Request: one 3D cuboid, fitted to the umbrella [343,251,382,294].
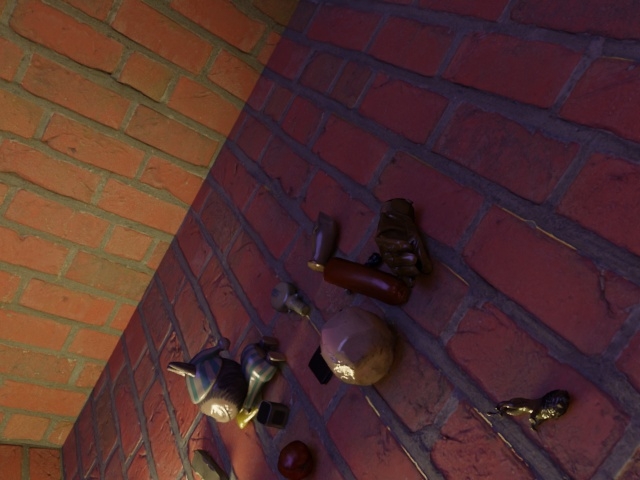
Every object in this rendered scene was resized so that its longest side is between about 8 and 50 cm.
[{"bbox_3d":[0.142,0.114,1.976,0.188,0.050,0.046,-51,8,26],"label":"umbrella"}]

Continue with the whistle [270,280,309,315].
[{"bbox_3d":[-0.128,0.238,2.259,0.258,0.067,0.126,24,91,54],"label":"whistle"}]

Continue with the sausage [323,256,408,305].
[{"bbox_3d":[0.136,0.128,1.882,0.348,0.094,0.097,16,88,40],"label":"sausage"}]

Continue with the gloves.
[{"bbox_3d":[0.253,0.014,1.794,0.141,0.154,0.331,-24,45,26],"label":"gloves"}]

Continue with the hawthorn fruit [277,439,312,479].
[{"bbox_3d":[-0.081,0.722,1.867,0.128,0.128,0.128,-31,48,41],"label":"hawthorn fruit"}]

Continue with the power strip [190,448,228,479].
[{"bbox_3d":[-0.447,0.934,2.297,0.286,0.048,0.080,12,83,56],"label":"power strip"}]

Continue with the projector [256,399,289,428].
[{"bbox_3d":[-0.174,0.633,2.070,0.083,0.082,0.083,2,72,55],"label":"projector"}]

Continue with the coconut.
[{"bbox_3d":[0.105,0.315,1.754,0.227,0.227,0.230,-58,40,13],"label":"coconut"}]

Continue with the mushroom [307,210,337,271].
[{"bbox_3d":[0.009,-0.004,2.191,0.108,0.096,0.247,-4,69,25],"label":"mushroom"}]

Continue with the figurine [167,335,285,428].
[{"bbox_3d":[-0.386,0.512,2.174,0.361,0.377,0.266,-58,35,14],"label":"figurine"}]

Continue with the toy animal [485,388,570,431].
[{"bbox_3d":[0.483,0.401,1.329,0.219,0.069,0.086,-21,33,40],"label":"toy animal"}]

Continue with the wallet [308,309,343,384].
[{"bbox_3d":[0.042,0.369,1.981,0.244,0.025,0.124,-62,34,10],"label":"wallet"}]
